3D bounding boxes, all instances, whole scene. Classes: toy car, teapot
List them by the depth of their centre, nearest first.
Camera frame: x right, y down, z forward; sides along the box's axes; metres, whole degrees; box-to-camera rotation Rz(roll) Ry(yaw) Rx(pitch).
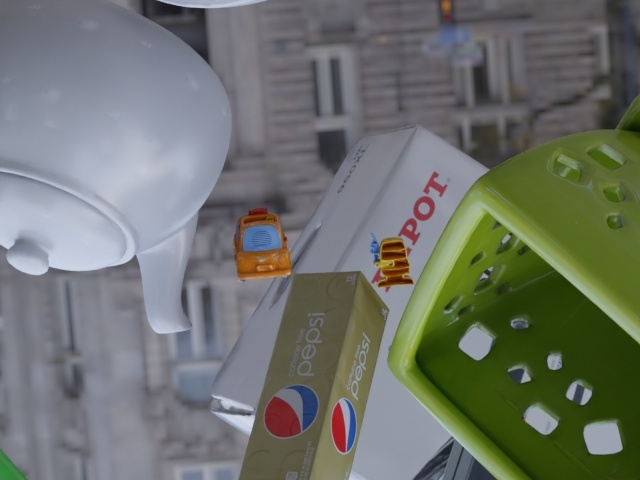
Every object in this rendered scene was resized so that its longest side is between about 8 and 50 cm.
[{"bbox_3d":[0.000,0.000,1.166,0.122,0.041,0.060,0,-161,13],"label":"toy car"},{"bbox_3d":[-0.202,-0.064,1.478,0.256,0.187,0.252,17,155,5],"label":"teapot"}]

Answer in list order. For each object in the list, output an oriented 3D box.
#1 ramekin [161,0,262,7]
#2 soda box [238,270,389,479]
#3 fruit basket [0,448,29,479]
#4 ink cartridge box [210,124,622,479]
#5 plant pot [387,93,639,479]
[{"bbox_3d":[-0.030,-0.257,0.969,0.272,0.273,0.127,1,-170,37],"label":"ramekin"},{"bbox_3d":[-0.003,0.113,1.416,0.061,0.181,0.058,-3,146,28],"label":"soda box"},{"bbox_3d":[-0.321,0.238,1.157,0.283,0.392,0.392,-35,-158,-29],"label":"fruit basket"},{"bbox_3d":[0.147,0.124,1.640,0.395,0.285,0.166,32,170,-13],"label":"ink cartridge box"},{"bbox_3d":[0.213,0.049,1.301,0.207,0.227,0.228,-35,160,-33],"label":"plant pot"}]
